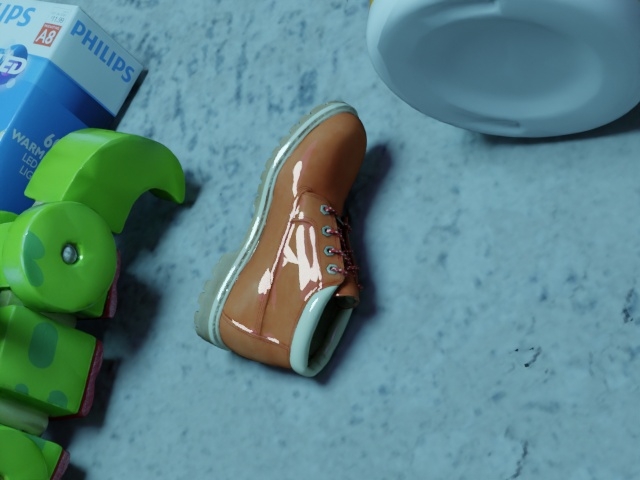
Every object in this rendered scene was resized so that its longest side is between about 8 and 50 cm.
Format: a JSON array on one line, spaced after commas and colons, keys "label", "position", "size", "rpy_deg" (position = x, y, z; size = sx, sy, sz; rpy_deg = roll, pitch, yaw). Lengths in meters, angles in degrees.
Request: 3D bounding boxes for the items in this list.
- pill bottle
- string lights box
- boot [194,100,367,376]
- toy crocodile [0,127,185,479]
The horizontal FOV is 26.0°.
[{"label": "pill bottle", "position": [0.118, -0.207, 0.755], "size": [0.152, 0.152, 0.272], "rpy_deg": [-6, 61, 31]}, {"label": "string lights box", "position": [-0.243, -0.038, 0.942], "size": [0.133, 0.077, 0.260], "rpy_deg": [15, 72, 41]}, {"label": "boot", "position": [0.000, 0.000, 0.779], "size": [0.084, 0.059, 0.158], "rpy_deg": [22, 85, 37]}, {"label": "toy crocodile", "position": [-0.179, 0.083, 0.821], "size": [0.115, 0.105, 0.341], "rpy_deg": [-6, 62, 50]}]
